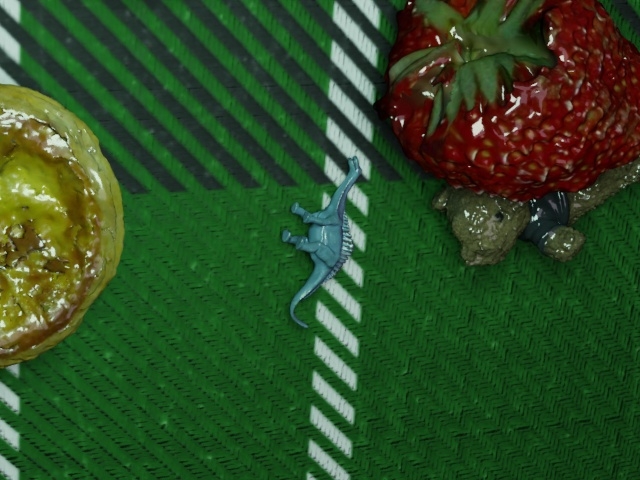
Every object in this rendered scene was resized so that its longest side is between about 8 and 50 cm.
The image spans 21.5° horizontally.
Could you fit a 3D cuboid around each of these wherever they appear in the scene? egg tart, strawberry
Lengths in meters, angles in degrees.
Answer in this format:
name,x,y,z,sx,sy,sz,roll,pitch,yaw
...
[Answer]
name,x,y,z,sx,sy,sz,roll,pitch,yaw
egg tart,-0.336,-0.018,1.643,0.290,0.115,0.290,-6,107,-19
strawberry,0.209,-0.157,1.748,0.261,0.261,0.257,-49,137,-1

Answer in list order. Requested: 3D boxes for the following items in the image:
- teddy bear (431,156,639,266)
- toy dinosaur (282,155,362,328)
name,x,y,z,sx,sy,sz,roll,pitch,yaw
teddy bear,0.246,-0.058,1.867,0.251,0.182,0.129,-28,152,-13
toy dinosaur,0.000,0.000,1.824,0.080,0.045,0.197,13,98,-36
